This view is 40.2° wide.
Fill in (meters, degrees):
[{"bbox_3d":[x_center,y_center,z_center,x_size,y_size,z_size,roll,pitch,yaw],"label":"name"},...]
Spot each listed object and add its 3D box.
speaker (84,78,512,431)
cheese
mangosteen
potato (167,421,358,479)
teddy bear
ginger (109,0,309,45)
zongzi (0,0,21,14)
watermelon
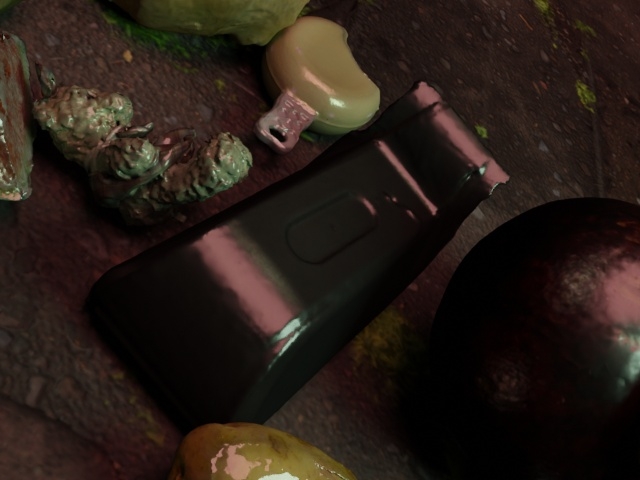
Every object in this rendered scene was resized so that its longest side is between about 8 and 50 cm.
[{"bbox_3d":[0.000,0.000,0.803,0.180,0.184,0.388,49,39,5],"label":"speaker"},{"bbox_3d":[-0.027,-0.189,1.045,0.163,0.071,0.249,52,39,9],"label":"cheese"},{"bbox_3d":[0.272,0.121,0.816,0.307,0.306,0.347,6,14,-39],"label":"mangosteen"},{"bbox_3d":[-0.038,0.199,0.662,0.170,0.080,0.107,28,63,-30],"label":"potato"},{"bbox_3d":[-0.172,-0.072,0.793,0.213,0.111,0.133,21,6,4],"label":"teddy bear"},{"bbox_3d":[-0.124,-0.294,0.991,0.267,0.152,0.138,9,48,-29],"label":"ginger"},{"bbox_3d":[-0.394,-0.261,0.761,0.256,0.115,0.228,27,36,-6],"label":"zongzi"},{"bbox_3d":[-0.285,-0.125,0.718,0.071,0.139,0.187,-8,56,-7],"label":"watermelon"}]
